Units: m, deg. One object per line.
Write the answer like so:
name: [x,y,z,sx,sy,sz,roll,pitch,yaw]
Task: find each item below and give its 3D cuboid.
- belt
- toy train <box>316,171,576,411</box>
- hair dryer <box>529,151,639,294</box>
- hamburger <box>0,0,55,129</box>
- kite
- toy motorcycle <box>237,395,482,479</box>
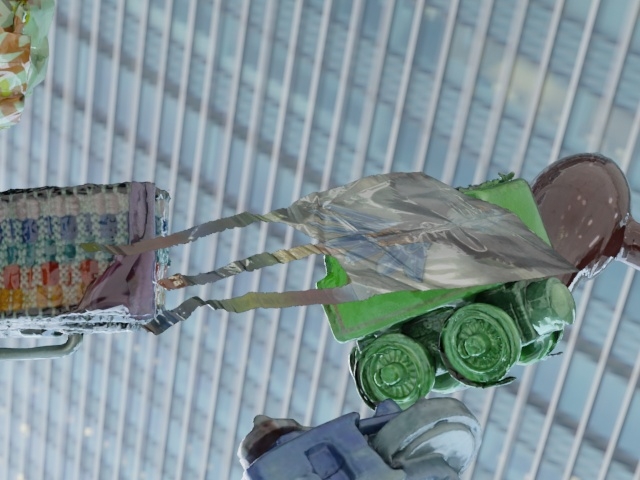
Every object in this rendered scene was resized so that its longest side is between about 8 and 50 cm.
belt: [-0.271,0.036,1.714,0.295,0.160,0.207,-4,175,18]
toy train: [0.115,0.054,1.649,0.132,0.243,0.188,-15,-98,-55]
hair dryer: [0.367,0.040,1.882,0.340,0.123,0.312,19,-144,6]
hamburger: [-0.286,-0.166,1.160,0.214,0.125,0.235,8,-143,-37]
kite: [0.000,0.002,1.097,0.310,0.015,0.169,-6,-151,-31]
toy motorcycle: [0.005,0.259,1.421,0.319,0.241,0.182,-18,-159,-25]
